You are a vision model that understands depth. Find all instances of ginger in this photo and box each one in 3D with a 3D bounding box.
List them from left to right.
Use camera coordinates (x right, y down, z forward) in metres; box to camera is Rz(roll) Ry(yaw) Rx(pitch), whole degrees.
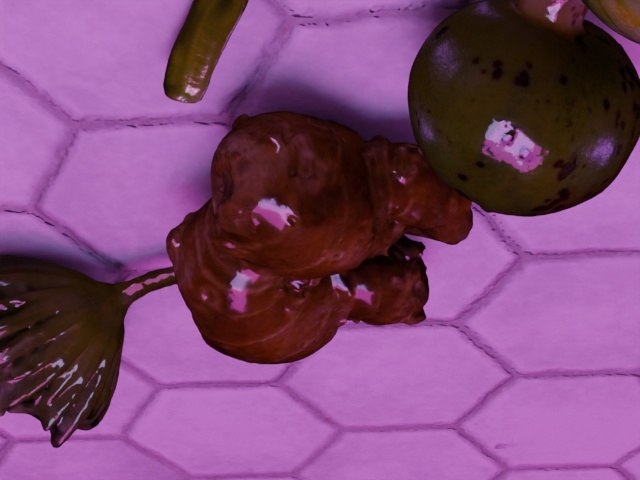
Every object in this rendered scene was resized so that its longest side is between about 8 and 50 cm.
[{"bbox_3d":[-0.006,0.005,1.419,0.274,0.152,0.357,-7,147,-26],"label":"ginger"}]

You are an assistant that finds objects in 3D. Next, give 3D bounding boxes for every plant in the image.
[{"bbox_3d":[-0.232,0.054,1.572,0.333,0.180,0.251,-38,133,-1],"label":"plant"}]

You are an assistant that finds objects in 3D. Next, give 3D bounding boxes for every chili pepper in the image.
[{"bbox_3d":[-0.089,-0.190,1.218,0.050,0.052,0.202,-16,153,-30],"label":"chili pepper"}]

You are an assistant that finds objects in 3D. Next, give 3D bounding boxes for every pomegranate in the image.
[{"bbox_3d":[0.173,-0.135,1.196,0.202,0.202,0.248,11,117,-14],"label":"pomegranate"}]

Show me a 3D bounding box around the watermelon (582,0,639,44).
[{"bbox_3d":[0.272,-0.228,1.045,0.214,0.188,0.188,-11,153,-29],"label":"watermelon"}]
